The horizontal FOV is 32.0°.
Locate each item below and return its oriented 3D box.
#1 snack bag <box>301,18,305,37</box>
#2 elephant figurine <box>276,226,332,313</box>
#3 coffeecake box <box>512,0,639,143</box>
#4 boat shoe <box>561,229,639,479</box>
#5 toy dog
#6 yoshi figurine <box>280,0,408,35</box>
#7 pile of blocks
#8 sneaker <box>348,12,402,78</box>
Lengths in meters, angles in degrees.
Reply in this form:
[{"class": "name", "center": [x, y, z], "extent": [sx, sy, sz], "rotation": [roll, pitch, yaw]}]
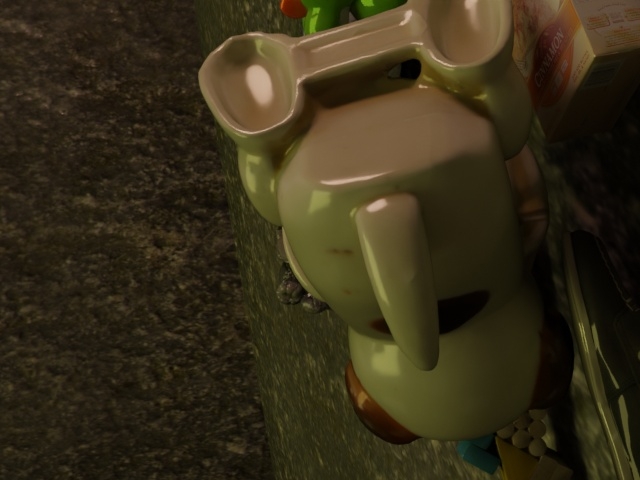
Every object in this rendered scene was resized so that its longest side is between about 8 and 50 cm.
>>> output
[{"class": "snack bag", "center": [-0.012, -0.419, 1.735], "extent": [0.323, 0.037, 0.342], "rotation": [-94, 4, -74]}, {"class": "elephant figurine", "center": [0.000, 0.000, 2.062], "extent": [0.169, 0.186, 0.239], "rotation": [-30, -51, -58]}, {"class": "coffeecake box", "center": [0.219, -0.205, 0.997], "extent": [0.142, 0.068, 0.185], "rotation": [101, 155, -64]}, {"class": "boat shoe", "center": [0.293, 0.145, 0.996], "extent": [0.112, 0.096, 0.335], "rotation": [47, -149, -73]}, {"class": "toy dog", "center": [0.110, 0.015, 1.040], "extent": [0.395, 0.285, 0.407], "rotation": [-114, 1, -48]}, {"class": "yoshi figurine", "center": [0.073, -0.400, 1.352], "extent": [0.203, 0.204, 0.362], "rotation": [24, 120, 24]}, {"class": "pile of blocks", "center": [0.189, 0.151, 1.286], "extent": [0.112, 0.149, 0.362], "rotation": [-110, 10, -86]}, {"class": "sneaker", "center": [0.043, -0.159, 1.516], "extent": [0.210, 0.138, 0.365], "rotation": [85, -166, -68]}]
